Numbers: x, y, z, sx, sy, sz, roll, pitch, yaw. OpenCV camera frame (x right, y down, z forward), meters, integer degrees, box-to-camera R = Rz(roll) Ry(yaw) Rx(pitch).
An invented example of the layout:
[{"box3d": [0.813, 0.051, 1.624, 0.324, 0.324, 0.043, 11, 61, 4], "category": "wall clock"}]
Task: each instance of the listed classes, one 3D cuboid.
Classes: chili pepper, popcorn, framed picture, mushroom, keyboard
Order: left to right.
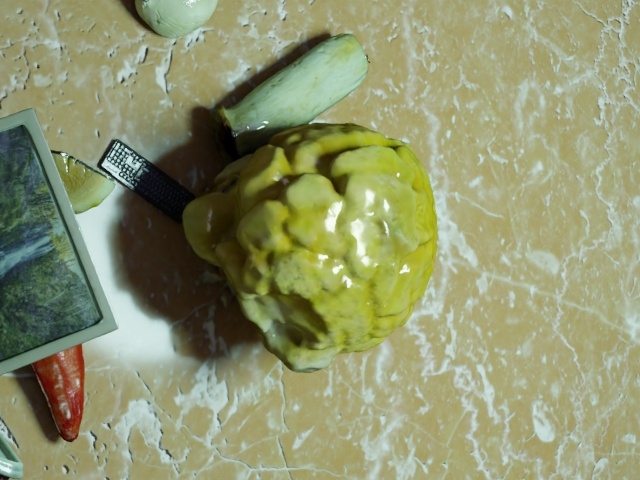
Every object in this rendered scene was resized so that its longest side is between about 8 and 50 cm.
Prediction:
[{"box3d": [-0.434, 0.013, 1.553, 0.241, 0.020, 0.324, -20, 97, -11], "category": "framed picture"}, {"box3d": [-0.362, 0.201, 1.629, 0.088, 0.065, 0.168, -16, 101, -31], "category": "chili pepper"}, {"box3d": [-0.254, -0.087, 1.732, 0.155, 0.010, 0.053, 37, 71, -27], "category": "keyboard"}, {"box3d": [-0.045, -0.222, 1.829, 0.312, 0.081, 0.099, -36, 126, -29], "category": "mushroom"}, {"box3d": [0.017, -0.003, 1.710, 0.390, 0.354, 0.344, -22, 93, -33], "category": "popcorn"}]

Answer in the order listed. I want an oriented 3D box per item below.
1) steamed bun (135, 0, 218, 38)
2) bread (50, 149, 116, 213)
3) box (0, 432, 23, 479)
[{"box3d": [-0.204, -0.365, 1.724, 0.112, 0.091, 0.130, 41, 68, -27], "category": "steamed bun"}, {"box3d": [-0.363, -0.080, 1.618, 0.157, 0.083, 0.094, 6, 88, -18], "category": "bread"}, {"box3d": [-0.502, 0.271, 1.410, 0.193, 0.294, 0.167, 34, 82, -27], "category": "box"}]
